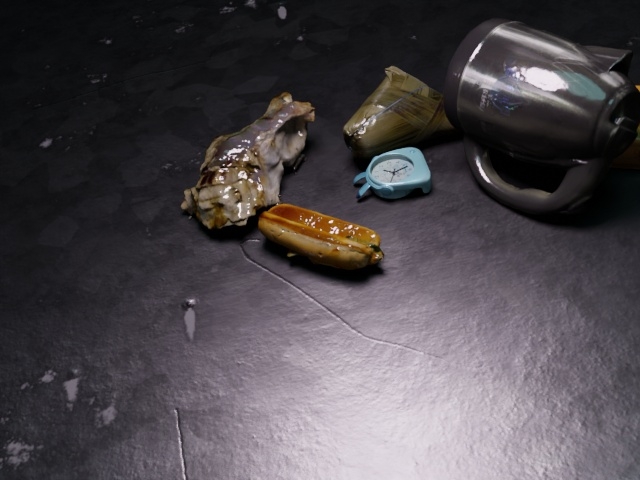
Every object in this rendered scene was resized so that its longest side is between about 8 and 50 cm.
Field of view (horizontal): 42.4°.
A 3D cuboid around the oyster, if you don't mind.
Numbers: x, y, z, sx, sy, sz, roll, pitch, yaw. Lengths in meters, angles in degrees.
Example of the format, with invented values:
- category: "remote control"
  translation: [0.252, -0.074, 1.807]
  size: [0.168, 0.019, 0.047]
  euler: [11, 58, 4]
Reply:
- category: "oyster"
  translation: [-0.123, -0.155, 1.612]
  size: [0.197, 0.133, 0.337]
  euler: [32, 63, 26]

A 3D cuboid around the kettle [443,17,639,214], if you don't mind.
- category: "kettle"
  translation: [0.396, -0.208, 1.468]
  size: [0.228, 0.321, 0.324]
  euler: [8, 18, -47]

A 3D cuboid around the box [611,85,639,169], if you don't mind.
- category: "box"
  translation: [0.646, -0.212, 1.551]
  size: [0.274, 0.076, 0.174]
  euler: [6, 46, 17]

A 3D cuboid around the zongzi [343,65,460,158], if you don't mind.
- category: "zongzi"
  translation: [0.186, -0.215, 1.635]
  size: [0.242, 0.112, 0.221]
  euler: [31, 60, 15]

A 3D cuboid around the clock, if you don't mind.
- category: "clock"
  translation: [0.134, -0.123, 1.587]
  size: [0.147, 0.045, 0.108]
  euler: [-13, 44, 0]

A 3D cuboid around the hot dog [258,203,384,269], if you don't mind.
- category: "hot dog"
  translation: [0.000, 0.000, 1.476]
  size: [0.250, 0.076, 0.104]
  euler: [19, 32, 23]
